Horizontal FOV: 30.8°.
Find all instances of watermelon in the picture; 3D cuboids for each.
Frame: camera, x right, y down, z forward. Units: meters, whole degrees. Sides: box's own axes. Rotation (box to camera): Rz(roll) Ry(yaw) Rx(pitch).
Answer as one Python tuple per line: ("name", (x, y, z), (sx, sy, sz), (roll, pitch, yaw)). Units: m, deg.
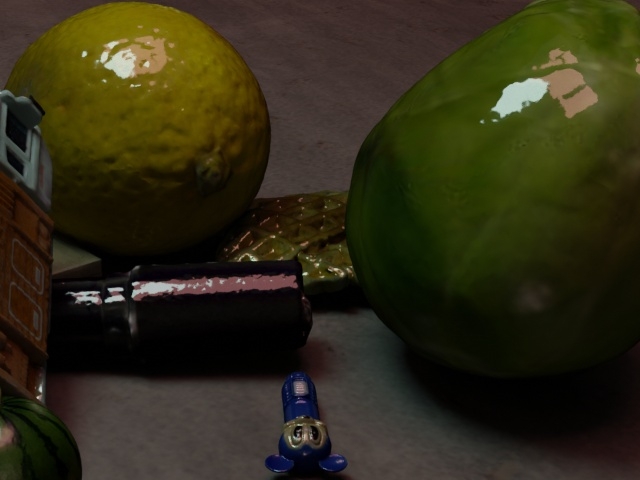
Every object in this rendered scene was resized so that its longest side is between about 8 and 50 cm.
("watermelon", (-0.198, 0.141, 0.719), (0.109, 0.109, 0.109), (2, 23, -1))

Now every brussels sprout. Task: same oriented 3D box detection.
("brussels sprout", (0.172, -0.034, 0.933), (0.268, 0.344, 0.344), (43, 29, -2))

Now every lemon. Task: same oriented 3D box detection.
("lemon", (-0.176, -0.105, 1.117), (0.267, 0.267, 0.267), (2, 23, -1))

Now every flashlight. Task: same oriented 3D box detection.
("flashlight", (-0.013, 0.130, 0.848), (0.057, 0.035, 0.121), (0, 24, -4))

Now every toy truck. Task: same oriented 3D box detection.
("toy truck", (-0.272, 0.004, 0.844), (0.136, 0.162, 0.305), (-28, 43, 17))

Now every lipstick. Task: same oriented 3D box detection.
("lipstick", (-0.157, 0.061, 0.942), (0.299, 0.081, 0.081), (-4, 24, -2))

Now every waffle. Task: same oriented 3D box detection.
("waffle", (0.000, 0.000, 1.124), (0.207, 0.054, 0.214), (2, 23, 0))

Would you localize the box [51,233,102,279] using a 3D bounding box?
("box", (-0.253, 0.030, 1.057), (0.083, 0.035, 0.079), (-19, 31, -39))
